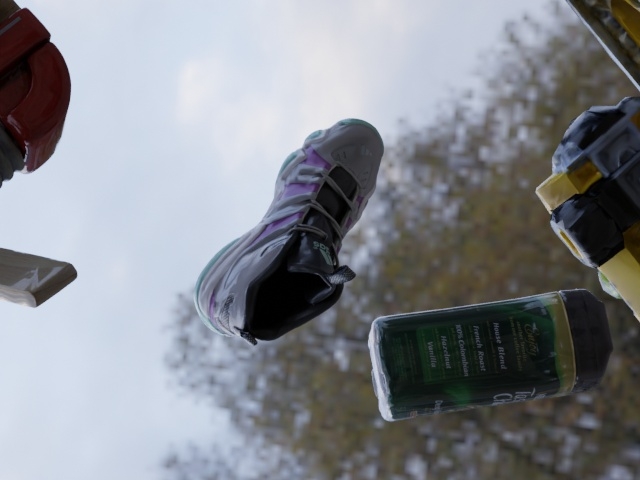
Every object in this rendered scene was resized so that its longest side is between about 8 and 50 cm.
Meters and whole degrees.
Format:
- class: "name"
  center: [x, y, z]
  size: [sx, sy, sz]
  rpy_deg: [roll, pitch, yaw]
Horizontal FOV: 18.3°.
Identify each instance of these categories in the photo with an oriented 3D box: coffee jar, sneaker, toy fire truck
- class: "coffee jar"
  center: [0.133, 0.089, 1.547]
  size: [0.096, 0.184, 0.079]
  rpy_deg: [91, 170, -73]
- class: "sneaker"
  center: [0.000, 0.000, 0.725]
  size: [0.038, 0.069, 0.098]
  rpy_deg: [38, -96, -24]
- class: "toy fire truck"
  center: [-0.253, -0.054, 1.446]
  size: [0.217, 0.246, 0.158]
  rpy_deg: [-41, -6, -21]

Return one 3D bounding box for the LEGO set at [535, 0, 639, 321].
- class: "LEGO set"
  center: [0.160, -0.106, 0.516]
  size: [0.331, 0.255, 0.192]
  rpy_deg: [-49, 8, -5]
